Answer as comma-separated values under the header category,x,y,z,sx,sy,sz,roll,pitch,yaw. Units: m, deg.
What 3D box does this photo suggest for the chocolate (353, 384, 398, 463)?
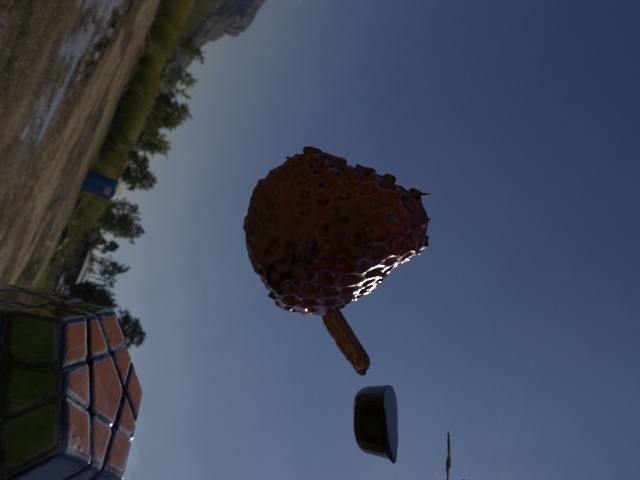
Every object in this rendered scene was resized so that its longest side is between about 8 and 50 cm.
category,x,y,z,sx,sy,sz,roll,pitch,yaw
chocolate,0.101,0.350,0.845,0.080,0.125,0.149,-10,-137,20

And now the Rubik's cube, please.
category,x,y,z,sx,sy,sz,roll,pitch,yaw
Rubik's cube,-0.359,0.189,0.462,0.319,0.264,0.319,-29,-147,21

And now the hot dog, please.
category,x,y,z,sx,sy,sz,roll,pitch,yaw
hot dog,0.045,0.182,0.796,0.038,0.062,0.144,-35,-105,9

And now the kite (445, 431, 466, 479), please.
category,x,y,z,sx,sy,sz,roll,pitch,yaw
kite,0.289,0.568,0.986,0.229,0.012,0.250,102,2,-53

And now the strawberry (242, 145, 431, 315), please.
category,x,y,z,sx,sy,sz,roll,pitch,yaw
strawberry,-0.006,0.014,0.631,0.280,0.150,0.253,27,-57,37
